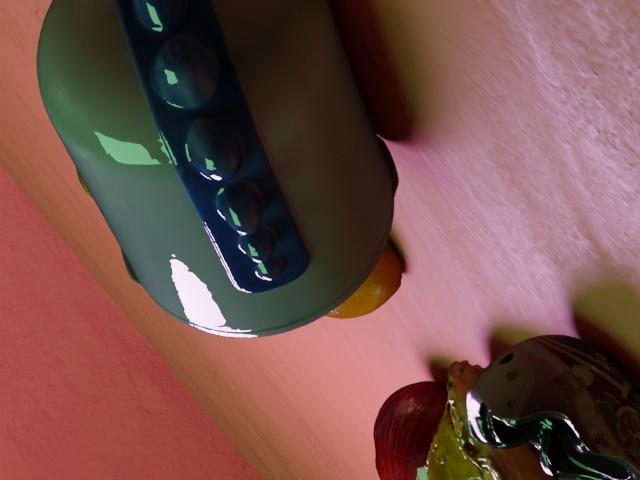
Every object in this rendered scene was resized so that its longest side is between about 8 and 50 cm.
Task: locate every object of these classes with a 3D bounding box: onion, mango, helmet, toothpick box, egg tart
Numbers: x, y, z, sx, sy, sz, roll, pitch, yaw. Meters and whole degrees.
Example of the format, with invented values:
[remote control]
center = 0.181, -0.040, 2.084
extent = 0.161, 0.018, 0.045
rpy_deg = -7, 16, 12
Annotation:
[onion]
center = 0.150, 0.263, 2.064
extent = 0.248, 0.161, 0.248
rpy_deg = 59, 164, 28
[mango]
center = -0.004, 0.005, 1.810
extent = 0.141, 0.102, 0.217
rpy_deg = 27, 162, 36
[helmet]
center = 0.217, 0.142, 1.551
extent = 0.177, 0.107, 0.153
rpy_deg = 25, 163, 3
[toothpick box]
center = -0.079, -0.090, 1.417
extent = 0.263, 0.263, 0.355
rpy_deg = 38, 165, 29
[egg tart]
center = 0.189, 0.253, 1.797
extent = 0.295, 0.116, 0.295
rpy_deg = 55, -174, -9

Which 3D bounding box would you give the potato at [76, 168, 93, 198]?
[potato]
center = -0.183, -0.069, 2.060
extent = 0.200, 0.137, 0.154
rpy_deg = 43, 168, 0
